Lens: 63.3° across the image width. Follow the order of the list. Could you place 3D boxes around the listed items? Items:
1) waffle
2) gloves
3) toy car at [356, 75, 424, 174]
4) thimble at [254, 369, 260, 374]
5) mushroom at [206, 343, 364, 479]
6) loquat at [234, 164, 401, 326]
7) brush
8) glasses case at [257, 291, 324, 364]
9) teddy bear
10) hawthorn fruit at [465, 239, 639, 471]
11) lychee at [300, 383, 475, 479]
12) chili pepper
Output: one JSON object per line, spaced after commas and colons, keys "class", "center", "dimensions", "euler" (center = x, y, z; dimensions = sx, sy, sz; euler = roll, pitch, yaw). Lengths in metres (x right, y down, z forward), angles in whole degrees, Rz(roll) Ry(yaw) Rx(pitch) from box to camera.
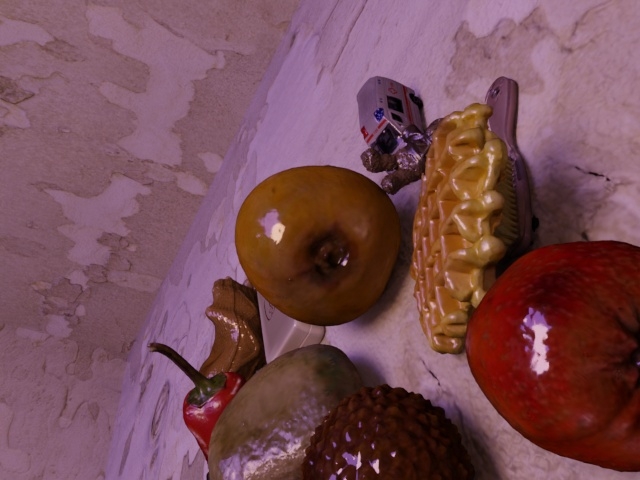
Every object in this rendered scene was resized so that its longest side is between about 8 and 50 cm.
{"class": "waffle", "center": [0.151, -0.008, 0.619], "dimensions": [0.283, 0.065, 0.309], "euler": [-83, -2, -70]}
{"class": "gloves", "center": [-0.193, 0.243, 1.191], "dimensions": [0.203, 0.156, 0.356], "euler": [109, 165, -54]}
{"class": "toy car", "center": [0.127, -0.206, 0.944], "dimensions": [0.089, 0.108, 0.209], "euler": [-45, 34, 41]}
{"class": "thimble", "center": [-0.104, 0.319, 1.057], "dimensions": [0.095, 0.066, 0.104], "euler": [-24, 52, 60]}
{"class": "mushroom", "center": [-0.052, 0.272, 0.756], "dimensions": [0.292, 0.218, 0.211], "euler": [-111, 27, -52]}
{"class": "loquat", "center": [0.000, 0.000, 0.862], "dimensions": [0.275, 0.275, 0.274], "euler": [-48, 31, 40]}
{"class": "brush", "center": [0.233, -0.116, 0.694], "dimensions": [0.072, 0.067, 0.312], "euler": [-38, 36, 52]}
{"class": "glasses case", "center": [-0.075, 0.138, 1.138], "dimensions": [0.131, 0.070, 0.312], "euler": [-58, 25, 22]}
{"class": "teddy bear", "center": [0.156, -0.131, 0.836], "dimensions": [0.161, 0.078, 0.119], "euler": [-32, 61, -1]}
{"class": "hawthorn fruit", "center": [0.208, 0.093, 0.436], "dimensions": [0.200, 0.179, 0.179], "euler": [131, 155, -72]}
{"class": "lychee", "center": [0.070, 0.268, 0.560], "dimensions": [0.200, 0.200, 0.238], "euler": [-48, 24, 40]}
{"class": "chili pepper", "center": [-0.174, 0.309, 0.934], "dimensions": [0.131, 0.135, 0.337], "euler": [12, 123, 43]}
